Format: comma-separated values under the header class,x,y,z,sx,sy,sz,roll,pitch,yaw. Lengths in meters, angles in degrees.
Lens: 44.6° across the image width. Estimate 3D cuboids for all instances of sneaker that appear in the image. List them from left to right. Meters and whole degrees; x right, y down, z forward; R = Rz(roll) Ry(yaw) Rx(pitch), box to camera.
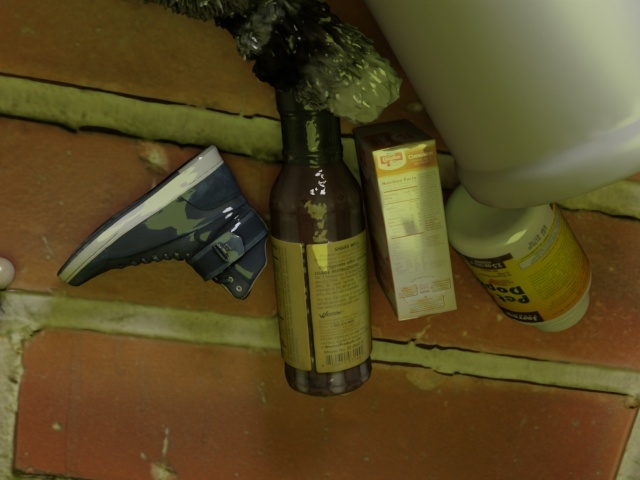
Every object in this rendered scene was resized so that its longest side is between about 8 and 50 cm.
class,x,y,z,sx,sy,sz,roll,pitch,yaw
sneaker,-0.164,0.023,0.875,0.226,0.086,0.163,-34,105,3

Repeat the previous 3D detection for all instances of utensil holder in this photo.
class,x,y,z,sx,sy,sz,roll,pitch,yaw
utensil holder,0.183,-0.277,0.703,0.327,0.327,0.385,-33,105,4

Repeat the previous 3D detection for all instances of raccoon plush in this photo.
class,x,y,z,sx,sy,sz,roll,pitch,yaw
raccoon plush,-0.081,-0.300,0.639,0.446,0.299,0.216,30,88,-3

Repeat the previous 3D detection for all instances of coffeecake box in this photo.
class,x,y,z,sx,sy,sz,roll,pitch,yaw
coffeecake box,0.090,-0.028,0.858,0.068,0.142,0.185,-11,108,-2

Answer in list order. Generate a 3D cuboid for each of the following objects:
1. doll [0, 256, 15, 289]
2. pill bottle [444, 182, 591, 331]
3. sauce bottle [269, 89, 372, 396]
class,x,y,z,sx,sy,sz,roll,pitch,yaw
doll,-0.430,0.076,0.882,0.189,0.046,0.129,-31,109,4
pill bottle,0.230,0.018,0.878,0.117,0.117,0.215,-39,132,6
sauce bottle,0.000,0.000,0.874,0.111,0.111,0.344,-4,108,-5
